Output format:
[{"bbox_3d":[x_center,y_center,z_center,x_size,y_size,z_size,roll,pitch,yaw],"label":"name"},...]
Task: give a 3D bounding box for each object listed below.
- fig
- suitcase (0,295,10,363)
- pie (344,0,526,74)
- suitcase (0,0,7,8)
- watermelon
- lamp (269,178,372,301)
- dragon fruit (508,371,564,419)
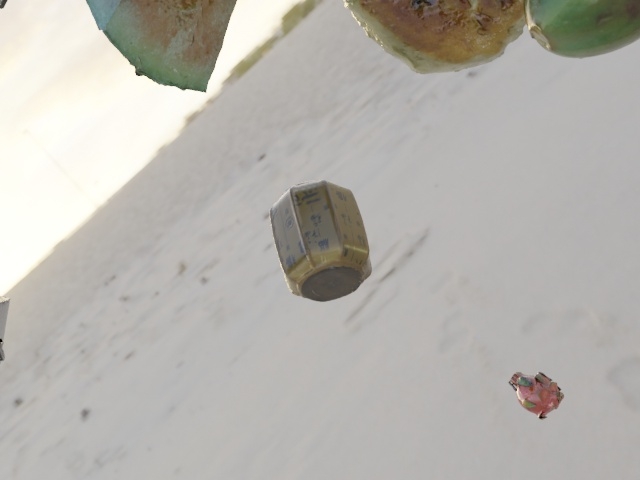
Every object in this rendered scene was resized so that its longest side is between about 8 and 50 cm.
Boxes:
[{"bbox_3d":[0.330,-0.308,1.326,0.191,0.181,0.181,-42,3,-10],"label":"fig"},{"bbox_3d":[-0.619,0.147,1.624,0.434,0.283,0.194,-164,83,-83],"label":"suitcase"},{"bbox_3d":[0.182,-0.393,1.600,0.315,0.315,0.092,-42,18,13],"label":"pie"},{"bbox_3d":[-0.480,-0.335,1.340,0.312,0.202,0.128,-46,33,48],"label":"suitcase"},{"bbox_3d":[-0.235,-0.396,1.673,0.264,0.151,0.302,22,-85,-58],"label":"watermelon"},{"bbox_3d":[0.000,0.000,1.810,0.161,0.161,0.185,-40,46,34],"label":"lamp"},{"bbox_3d":[0.426,0.300,2.175,0.086,0.116,0.081,-13,-51,-57],"label":"dragon fruit"}]
